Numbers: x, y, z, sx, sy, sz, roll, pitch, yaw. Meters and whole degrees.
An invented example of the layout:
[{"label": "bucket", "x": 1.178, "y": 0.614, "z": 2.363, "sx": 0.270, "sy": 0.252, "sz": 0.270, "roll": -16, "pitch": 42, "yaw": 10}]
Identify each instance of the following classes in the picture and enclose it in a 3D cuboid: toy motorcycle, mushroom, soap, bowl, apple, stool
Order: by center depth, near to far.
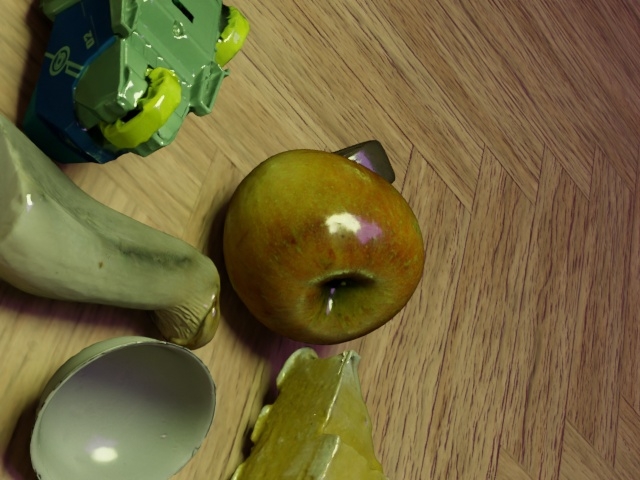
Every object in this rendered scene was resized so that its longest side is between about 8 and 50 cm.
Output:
[{"label": "bowl", "x": -0.203, "y": 0.155, "z": 1.233, "sx": 0.189, "sy": 0.189, "sz": 0.086, "roll": 31, "pitch": 8, "yaw": -43}, {"label": "mushroom", "x": -0.220, "y": 0.002, "z": 1.282, "sx": 0.328, "sy": 0.122, "sz": 0.159, "roll": 33, "pitch": 58, "yaw": -43}, {"label": "toy motorcycle", "x": -0.212, "y": -0.184, "z": 1.338, "sx": 0.191, "sy": 0.200, "sz": 0.326, "roll": 46, "pitch": 30, "yaw": -31}, {"label": "soap", "x": 0.052, "y": 0.334, "z": 1.454, "sx": 0.339, "sy": 0.169, "sz": 0.304, "roll": 48, "pitch": 50, "yaw": -30}, {"label": "apple", "x": 0.000, "y": 0.000, "z": 1.494, "sx": 0.237, "sy": 0.237, "sz": 0.207, "roll": 42, "pitch": 19, "yaw": -35}, {"label": "stool", "x": 0.018, "y": -0.061, "z": 1.642, "sx": 0.217, "sy": 0.125, "sz": 0.121, "roll": -22, "pitch": 94, "yaw": -46}]
